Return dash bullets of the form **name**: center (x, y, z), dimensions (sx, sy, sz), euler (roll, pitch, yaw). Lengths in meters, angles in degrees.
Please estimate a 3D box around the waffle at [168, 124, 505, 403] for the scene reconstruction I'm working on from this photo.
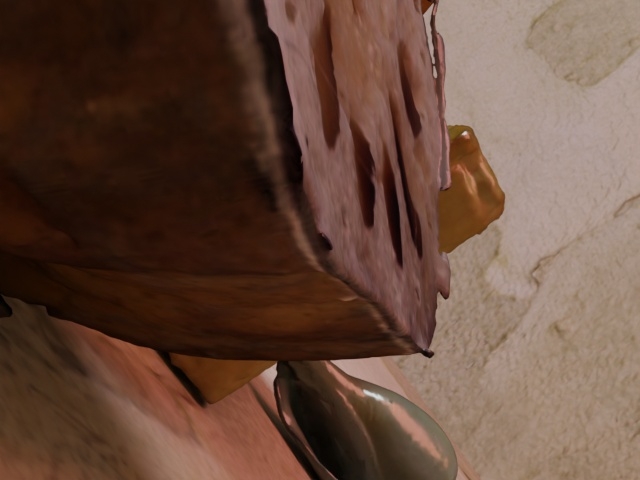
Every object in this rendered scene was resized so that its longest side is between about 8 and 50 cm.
- **waffle**: center (0.000, 0.000, 0.813), dimensions (0.057, 0.168, 0.274), euler (59, 0, -5)

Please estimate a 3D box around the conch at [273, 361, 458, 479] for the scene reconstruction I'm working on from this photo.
- **conch**: center (0.031, 0.131, 0.879), dimensions (0.180, 0.088, 0.065), euler (46, -39, -14)

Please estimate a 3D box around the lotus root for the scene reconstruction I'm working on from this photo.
- **lotus root**: center (-0.064, -0.079, 0.474), dimensions (0.272, 0.192, 0.272), euler (-10, 90, -83)

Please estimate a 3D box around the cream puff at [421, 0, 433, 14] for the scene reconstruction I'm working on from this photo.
- **cream puff**: center (-0.094, -0.187, 0.726), dimensions (0.231, 0.343, 0.327), euler (112, -26, -47)
